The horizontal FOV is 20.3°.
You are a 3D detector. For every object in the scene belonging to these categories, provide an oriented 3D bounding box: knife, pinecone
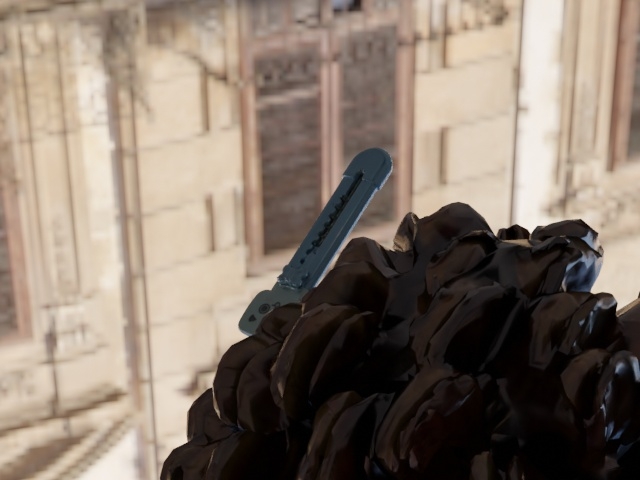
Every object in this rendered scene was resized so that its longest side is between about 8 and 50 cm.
[{"bbox_3d":[0.000,0.000,0.692,0.027,0.010,0.096,15,-119,36],"label":"knife"},{"bbox_3d":[0.060,0.100,0.578,0.221,0.221,0.221,0,-149,0],"label":"pinecone"}]
